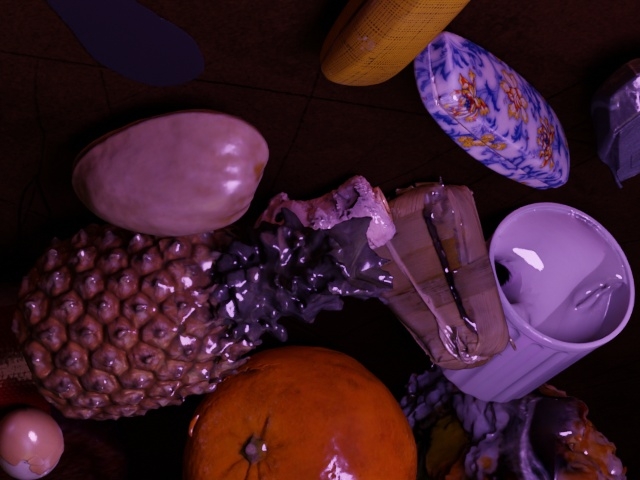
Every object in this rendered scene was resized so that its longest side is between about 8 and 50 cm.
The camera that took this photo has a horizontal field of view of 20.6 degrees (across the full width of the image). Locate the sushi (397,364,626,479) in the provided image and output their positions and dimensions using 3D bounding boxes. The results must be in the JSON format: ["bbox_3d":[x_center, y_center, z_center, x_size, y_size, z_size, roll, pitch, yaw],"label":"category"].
[{"bbox_3d":[0.173,0.327,2.130,0.176,0.417,0.417,35,132,-28],"label":"sushi"}]

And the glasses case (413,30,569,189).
[{"bbox_3d":[0.159,-0.113,1.592,0.065,0.087,0.248,-20,152,26],"label":"glasses case"}]

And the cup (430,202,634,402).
[{"bbox_3d":[0.203,0.056,1.914,0.167,0.221,0.202,-37,172,-32],"label":"cup"}]

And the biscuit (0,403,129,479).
[{"bbox_3d":[-0.432,0.275,2.119,0.407,0.091,0.407,-11,151,-6],"label":"biscuit"}]

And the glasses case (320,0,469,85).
[{"bbox_3d":[0.075,-0.199,1.413,0.079,0.064,0.234,3,150,-30],"label":"glasses case"}]

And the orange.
[{"bbox_3d":[-0.023,0.262,2.050,0.284,0.284,0.226,-25,157,26],"label":"orange"}]

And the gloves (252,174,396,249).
[{"bbox_3d":[0.001,-0.008,1.731,0.144,0.110,0.094,-42,143,-4],"label":"gloves"}]

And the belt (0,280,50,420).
[{"bbox_3d":[-0.344,0.124,1.817,0.124,0.128,0.201,-7,154,-11],"label":"belt"}]

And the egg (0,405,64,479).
[{"bbox_3d":[-0.296,0.203,1.771,0.071,0.071,0.083,-13,149,3],"label":"egg"}]

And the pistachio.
[{"bbox_3d":[-0.133,-0.059,1.567,0.185,0.108,0.126,-13,135,16],"label":"pistachio"}]

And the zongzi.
[{"bbox_3d":[0.084,0.051,1.794,0.197,0.194,0.099,-21,172,26],"label":"zongzi"}]

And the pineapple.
[{"bbox_3d":[-0.107,0.061,1.652,0.362,0.202,0.202,-10,157,29],"label":"pineapple"}]

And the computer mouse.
[{"bbox_3d":[0.309,-0.123,1.657,0.126,0.071,0.231,-32,160,9],"label":"computer mouse"}]

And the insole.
[{"bbox_3d":[-0.167,-0.177,1.429,0.080,0.003,0.232,-20,152,17],"label":"insole"}]
